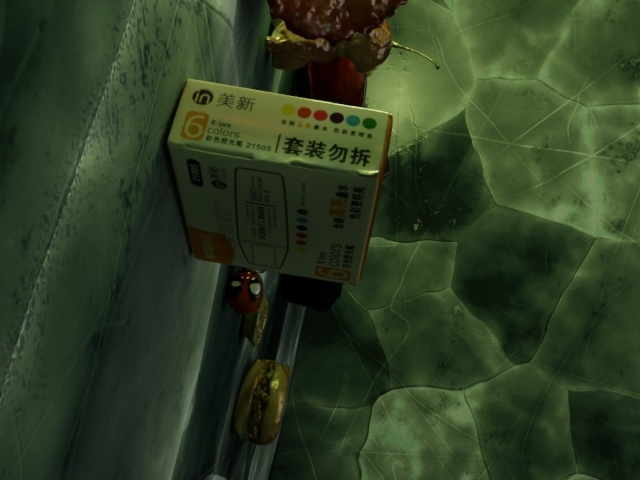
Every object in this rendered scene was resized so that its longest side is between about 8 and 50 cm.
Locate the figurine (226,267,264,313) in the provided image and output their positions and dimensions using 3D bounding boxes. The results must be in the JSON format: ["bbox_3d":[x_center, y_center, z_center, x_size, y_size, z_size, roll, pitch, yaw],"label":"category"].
[{"bbox_3d":[-0.119,0.057,1.265,0.075,0.068,0.140,-69,177,-87],"label":"figurine"}]

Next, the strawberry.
[{"bbox_3d":[-0.010,-0.377,0.989,0.178,0.234,0.234,-138,-125,-61],"label":"strawberry"}]

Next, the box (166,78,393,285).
[{"bbox_3d":[-0.043,-0.052,0.858,0.274,0.221,0.091,90,10,-63],"label":"box"}]

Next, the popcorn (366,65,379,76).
[{"bbox_3d":[0.101,-0.514,2.109,0.180,0.170,0.180,176,-90,-85],"label":"popcorn"}]

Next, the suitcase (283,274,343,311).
[{"bbox_3d":[0.000,0.000,2.127,0.339,0.188,0.345,107,-5,-66],"label":"suitcase"}]

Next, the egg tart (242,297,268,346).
[{"bbox_3d":[-0.133,0.163,1.541,0.105,0.039,0.105,12,90,-87],"label":"egg tart"}]

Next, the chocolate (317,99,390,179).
[{"bbox_3d":[-0.008,-0.124,1.374,0.206,0.224,0.177,-34,162,-41],"label":"chocolate"}]

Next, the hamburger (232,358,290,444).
[{"bbox_3d":[-0.134,0.370,1.750,0.214,0.108,0.213,-168,-90,-89],"label":"hamburger"}]

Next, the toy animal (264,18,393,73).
[{"bbox_3d":[0.015,-0.300,1.173,0.184,0.185,0.104,-69,172,-66],"label":"toy animal"}]

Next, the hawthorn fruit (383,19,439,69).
[{"bbox_3d":[0.133,-0.449,1.718,0.165,0.285,0.165,10,90,-76],"label":"hawthorn fruit"}]

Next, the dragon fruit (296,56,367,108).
[{"bbox_3d":[0.017,-0.312,1.480,0.343,0.100,0.282,104,-27,-45],"label":"dragon fruit"}]
